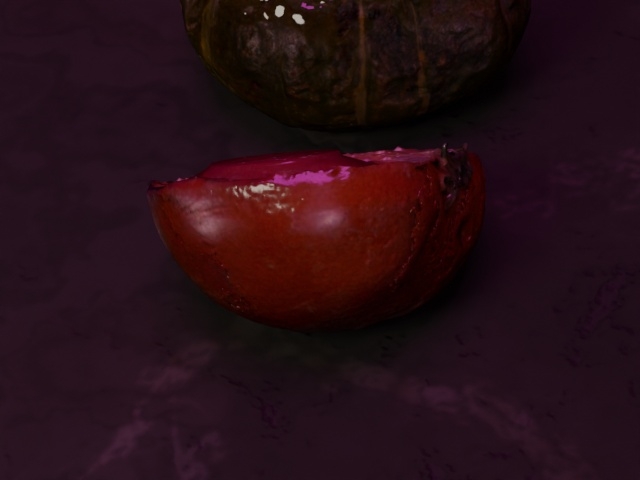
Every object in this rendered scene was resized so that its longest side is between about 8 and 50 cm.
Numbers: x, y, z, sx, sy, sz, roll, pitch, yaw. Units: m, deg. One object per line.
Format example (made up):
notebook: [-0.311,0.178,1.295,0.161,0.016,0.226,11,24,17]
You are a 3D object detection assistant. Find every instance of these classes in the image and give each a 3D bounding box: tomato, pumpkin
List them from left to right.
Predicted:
tomato: [0.000,0.000,0.912,0.173,0.099,0.189,-5,3,24]
pumpkin: [0.014,-0.171,1.034,0.219,0.162,0.219,-3,49,4]
